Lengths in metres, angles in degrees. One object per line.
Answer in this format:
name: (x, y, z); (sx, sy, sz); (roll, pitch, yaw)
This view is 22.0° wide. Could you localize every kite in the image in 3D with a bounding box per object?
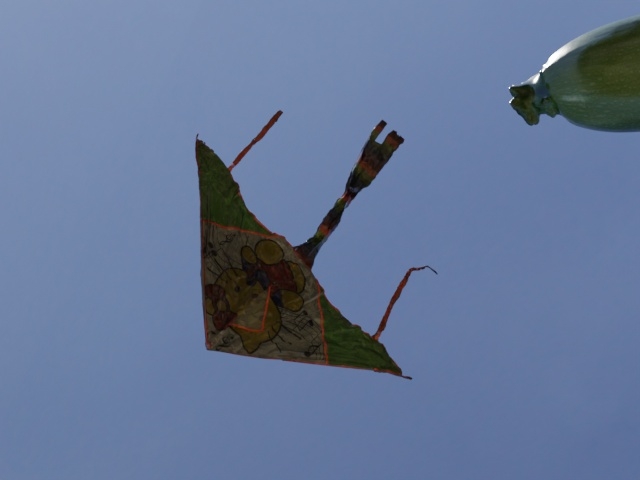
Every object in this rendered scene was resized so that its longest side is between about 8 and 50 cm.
kite: (0.000, 0.000, 1.008); (0.198, 0.006, 0.244); (46, -134, -4)

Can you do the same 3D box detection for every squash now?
squash: (0.348, -0.156, 1.352); (0.395, 0.107, 0.107); (-13, -108, 23)
